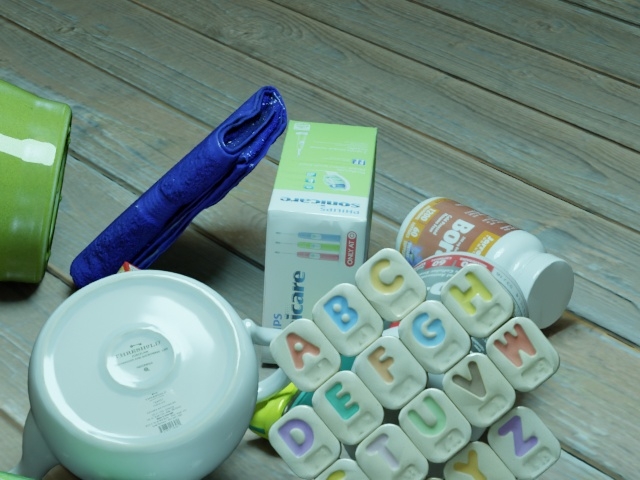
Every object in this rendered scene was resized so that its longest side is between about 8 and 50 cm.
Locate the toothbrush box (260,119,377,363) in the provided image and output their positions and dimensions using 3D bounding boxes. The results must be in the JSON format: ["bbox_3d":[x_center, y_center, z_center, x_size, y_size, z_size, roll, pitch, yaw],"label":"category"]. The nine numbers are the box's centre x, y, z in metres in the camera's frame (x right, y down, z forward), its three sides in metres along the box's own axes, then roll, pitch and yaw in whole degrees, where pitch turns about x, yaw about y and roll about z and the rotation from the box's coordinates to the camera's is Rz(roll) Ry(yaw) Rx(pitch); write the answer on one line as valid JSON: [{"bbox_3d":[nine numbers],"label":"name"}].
[{"bbox_3d":[0.000,0.000,2.128,0.122,0.206,0.283,6,25,3],"label":"toothbrush box"}]

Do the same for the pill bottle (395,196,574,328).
[{"bbox_3d":[0.207,0.031,2.164,0.121,0.121,0.216,-22,33,-38],"label":"pill bottle"}]

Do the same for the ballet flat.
[{"bbox_3d":[-0.006,0.160,1.963,0.077,0.077,0.231,-3,22,37],"label":"ballet flat"}]

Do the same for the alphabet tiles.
[{"bbox_3d":[0.094,0.160,1.733,0.284,0.278,0.021,-39,-8,4],"label":"alphabet tiles"}]

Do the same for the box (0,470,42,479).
[{"bbox_3d":[-0.140,0.283,1.550,0.322,0.058,0.232,14,-5,41],"label":"box"}]

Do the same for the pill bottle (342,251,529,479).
[{"bbox_3d":[0.125,0.140,1.896,0.161,0.161,0.283,8,27,16],"label":"pill bottle"}]

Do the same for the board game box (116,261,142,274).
[{"bbox_3d":[-0.163,0.114,1.995,0.147,0.045,0.193,30,14,-28],"label":"board game box"}]

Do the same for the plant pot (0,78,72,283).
[{"bbox_3d":[-0.507,-0.087,2.200,0.353,0.366,0.366,10,25,-6],"label":"plant pot"}]

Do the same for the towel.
[{"bbox_3d":[-0.174,-0.058,2.215,0.076,0.308,0.227,48,28,-5],"label":"towel"}]

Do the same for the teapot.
[{"bbox_3d":[-0.176,0.165,1.800,0.256,0.187,0.252,17,59,12],"label":"teapot"}]
